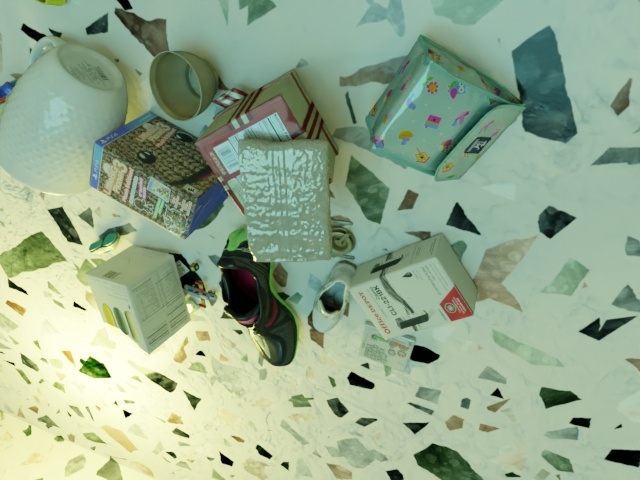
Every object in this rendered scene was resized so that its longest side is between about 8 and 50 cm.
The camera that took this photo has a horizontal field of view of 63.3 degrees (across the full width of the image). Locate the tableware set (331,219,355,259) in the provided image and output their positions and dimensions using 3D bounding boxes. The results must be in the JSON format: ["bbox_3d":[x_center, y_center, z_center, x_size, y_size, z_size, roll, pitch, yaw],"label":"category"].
[{"bbox_3d":[0.000,0.000,1.432,0.194,0.039,0.128,7,125,19],"label":"tableware set"}]

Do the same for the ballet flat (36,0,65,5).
[{"bbox_3d":[-0.745,-0.645,1.289,0.230,0.077,0.077,25,130,6],"label":"ballet flat"}]

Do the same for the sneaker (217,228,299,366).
[{"bbox_3d":[-0.204,0.204,1.556,0.185,0.202,0.483,-4,121,26],"label":"sneaker"}]

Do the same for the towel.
[{"bbox_3d":[-0.069,-0.079,1.094,0.187,0.049,0.282,0,119,3],"label":"towel"}]

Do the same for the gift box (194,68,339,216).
[{"bbox_3d":[-0.130,-0.224,1.191,0.276,0.258,0.255,-20,116,16],"label":"gift box"}]

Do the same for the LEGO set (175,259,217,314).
[{"bbox_3d":[-0.450,0.163,1.727,0.244,0.060,0.182,-31,107,40],"label":"LEGO set"}]

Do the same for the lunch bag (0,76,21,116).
[{"bbox_3d":[-0.936,-0.351,1.480,0.293,0.221,0.138,-30,107,36],"label":"lunch bag"}]

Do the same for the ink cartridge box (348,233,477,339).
[{"bbox_3d":[0.241,0.129,1.368,0.272,0.114,0.197,-24,111,35],"label":"ink cartridge box"}]

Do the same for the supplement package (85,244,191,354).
[{"bbox_3d":[-0.585,0.188,1.686,0.199,0.198,0.263,10,123,30],"label":"supplement package"}]

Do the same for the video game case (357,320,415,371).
[{"bbox_3d":[0.199,0.324,1.581,0.157,0.019,0.143,18,128,11],"label":"video game case"}]

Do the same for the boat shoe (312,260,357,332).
[{"bbox_3d":[0.026,0.184,1.510,0.098,0.096,0.277,24,129,6],"label":"boat shoe"}]

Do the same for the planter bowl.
[{"bbox_3d":[-0.316,-0.381,1.256,0.162,0.109,0.162,16,123,26],"label":"planter bowl"}]

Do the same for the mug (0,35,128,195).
[{"bbox_3d":[-0.677,-0.363,1.359,0.328,0.276,0.374,-44,68,33],"label":"mug"}]

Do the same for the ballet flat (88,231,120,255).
[{"bbox_3d":[-0.716,0.013,1.754,0.168,0.057,0.052,-15,143,35],"label":"ballet flat"}]

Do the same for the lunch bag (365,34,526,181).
[{"bbox_3d":[0.259,-0.250,1.075,0.262,0.160,0.223,23,128,-19],"label":"lunch bag"}]

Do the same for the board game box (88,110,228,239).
[{"bbox_3d":[-0.404,-0.177,1.363,0.290,0.232,0.141,29,128,2],"label":"board game box"}]
